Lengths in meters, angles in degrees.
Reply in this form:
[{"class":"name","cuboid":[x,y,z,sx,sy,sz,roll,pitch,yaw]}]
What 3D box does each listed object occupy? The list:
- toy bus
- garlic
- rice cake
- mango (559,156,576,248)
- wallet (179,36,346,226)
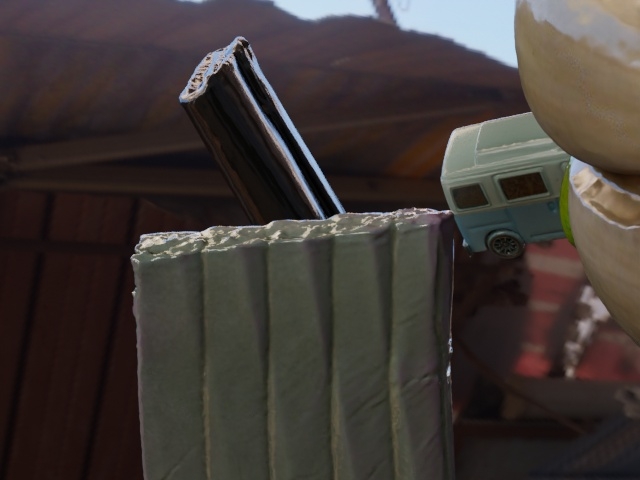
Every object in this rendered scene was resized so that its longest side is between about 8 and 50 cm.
[{"class":"toy bus","cuboid":[0.298,-0.087,1.757,0.164,0.271,0.133,58,-145,-36]},{"class":"garlic","cuboid":[0.231,-0.066,0.787,0.313,0.250,0.286,-64,-25,-48]},{"class":"rice cake","cuboid":[-0.013,0.085,0.721,0.189,0.037,0.198,-8,-73,4]},{"class":"mango","cuboid":[0.307,-0.088,1.060,0.185,0.149,0.273,-3,-33,-30]},{"class":"wallet","cuboid":[0.001,0.000,1.328,0.062,0.228,0.406,-27,-75,13]}]
